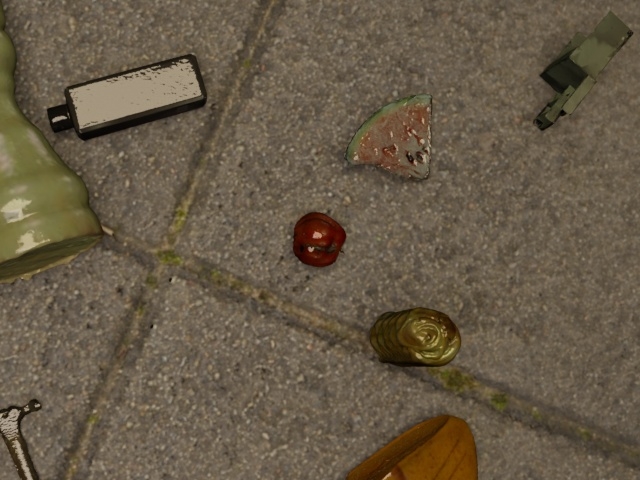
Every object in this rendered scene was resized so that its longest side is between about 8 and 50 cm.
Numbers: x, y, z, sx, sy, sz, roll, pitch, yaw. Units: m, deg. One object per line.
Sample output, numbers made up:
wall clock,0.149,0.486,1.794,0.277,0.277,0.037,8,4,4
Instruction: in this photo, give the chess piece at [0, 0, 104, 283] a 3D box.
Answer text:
chess piece,-0.506,-0.165,1.837,0.234,0.234,0.442,-22,85,-8

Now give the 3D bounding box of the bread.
bread,0.142,0.148,1.856,0.087,0.269,0.098,-30,89,-11

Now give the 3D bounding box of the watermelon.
watermelon,0.121,-0.148,1.981,0.187,0.071,0.139,-35,97,-16

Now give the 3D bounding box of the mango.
mango,0.119,0.418,1.889,0.350,0.201,0.199,-49,129,-15

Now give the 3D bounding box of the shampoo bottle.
shampoo bottle,-0.304,-0.220,1.926,0.246,0.080,0.079,-17,86,-8

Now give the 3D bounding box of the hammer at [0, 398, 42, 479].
hammer,-0.436,0.399,1.893,0.125,0.027,0.297,-24,89,-8

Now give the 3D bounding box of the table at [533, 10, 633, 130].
table,0.407,-0.271,1.979,0.062,0.146,0.175,41,82,-3

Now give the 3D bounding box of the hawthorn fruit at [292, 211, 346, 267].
hawthorn fruit,0.000,0.000,1.945,0.093,0.093,0.093,0,86,-7
